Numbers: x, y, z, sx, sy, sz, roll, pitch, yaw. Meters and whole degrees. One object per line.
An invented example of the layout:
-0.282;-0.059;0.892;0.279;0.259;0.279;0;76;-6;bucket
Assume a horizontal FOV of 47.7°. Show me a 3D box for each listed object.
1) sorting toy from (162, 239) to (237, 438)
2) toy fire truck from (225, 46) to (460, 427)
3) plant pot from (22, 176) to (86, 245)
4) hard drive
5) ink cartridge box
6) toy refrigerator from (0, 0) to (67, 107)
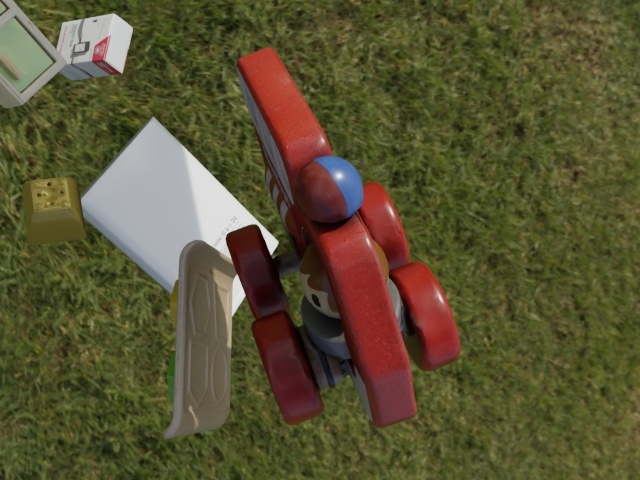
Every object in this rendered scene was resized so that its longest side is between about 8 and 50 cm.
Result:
-0.138;0.116;0.835;0.038;0.193;0.208;3;79;9;sorting toy
0.000;0.000;0.638;0.169;0.302;0.253;-20;134;-4;toy fire truck
-0.380;-0.049;1.026;0.082;0.083;0.081;-8;71;-20;plant pot
-0.259;-0.028;1.368;0.353;0.047;0.233;46;54;-22;hard drive
-0.481;-0.405;1.521;0.063;0.151;0.109;31;63;-59;ink cartridge box
-0.508;-0.329;1.048;0.102;0.094;0.269;-53;125;-24;toy refrigerator
